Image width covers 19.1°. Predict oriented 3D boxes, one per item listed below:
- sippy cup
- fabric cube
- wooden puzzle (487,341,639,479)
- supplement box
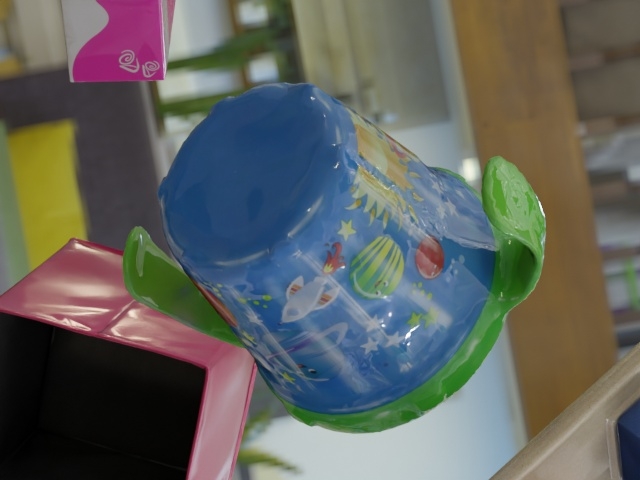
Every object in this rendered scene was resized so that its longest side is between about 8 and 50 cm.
[{"bbox_3d":[0.000,0.000,1.465,0.224,0.305,0.240,44,10,-47],"label":"sippy cup"},{"bbox_3d":[-0.226,0.174,2.089,0.258,0.259,0.254,-53,156,-68],"label":"fabric cube"},{"bbox_3d":[0.233,0.244,1.560,0.080,0.348,0.322,31,-27,33],"label":"wooden puzzle"},{"bbox_3d":[-0.227,-0.280,2.167,0.220,0.111,0.114,-90,179,-57],"label":"supplement box"}]
